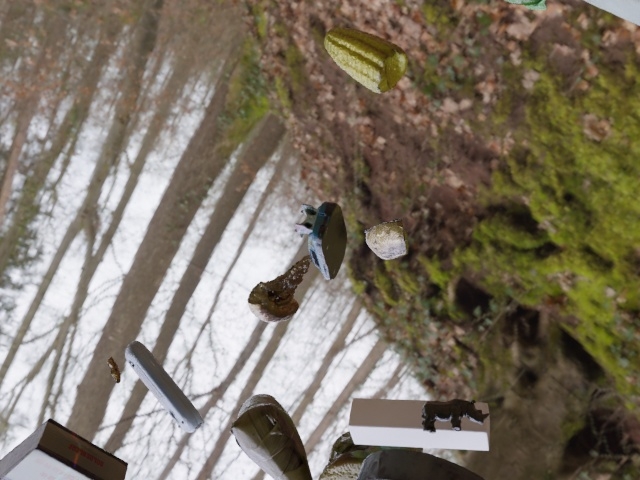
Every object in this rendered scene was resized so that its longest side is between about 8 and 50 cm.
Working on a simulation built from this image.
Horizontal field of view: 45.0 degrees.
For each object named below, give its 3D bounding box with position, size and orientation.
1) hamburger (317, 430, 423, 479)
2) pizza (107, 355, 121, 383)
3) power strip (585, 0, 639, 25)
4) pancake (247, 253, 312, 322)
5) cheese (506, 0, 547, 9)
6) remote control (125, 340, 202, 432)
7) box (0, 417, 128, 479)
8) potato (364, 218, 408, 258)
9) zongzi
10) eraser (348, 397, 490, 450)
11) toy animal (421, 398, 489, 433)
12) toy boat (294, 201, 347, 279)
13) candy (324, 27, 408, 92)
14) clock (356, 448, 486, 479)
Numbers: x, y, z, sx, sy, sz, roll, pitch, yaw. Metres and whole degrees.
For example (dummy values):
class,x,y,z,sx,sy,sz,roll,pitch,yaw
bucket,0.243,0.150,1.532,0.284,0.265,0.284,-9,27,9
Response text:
class,x,y,z,sx,sy,sz,roll,pitch,yaw
hamburger,0.121,0.542,1.861,0.287,0.193,0.167,-5,-164,20
pizza,-0.543,0.341,2.040,0.083,0.016,0.037,62,-171,30
power strip,0.359,-0.348,0.942,0.213,0.065,0.198,41,-173,33
pancake,-0.093,0.132,2.202,0.057,0.244,0.266,37,172,23
cheese,0.401,-0.629,1.698,0.320,0.083,0.204,46,174,-29
remote control,-0.352,0.327,1.720,0.047,0.087,0.244,-36,-99,-34
box,-0.563,0.504,1.563,0.198,0.310,0.084,39,-153,-23
potato,0.214,0.005,2.485,0.138,0.098,0.243,-7,167,9
zongzi,-0.101,0.542,1.992,0.300,0.145,0.274,54,177,0
eraser,0.216,0.400,1.689,0.298,0.078,0.076,-1,-136,16
toy animal,0.272,0.351,1.558,0.047,0.135,0.065,61,-154,-66
toy boat,0.000,0.000,1.996,0.092,0.134,0.299,14,158,13
candy,0.084,-0.384,1.594,0.094,0.106,0.199,-31,-128,-28
clock,0.206,0.494,1.376,0.318,0.319,0.066,33,-129,1
